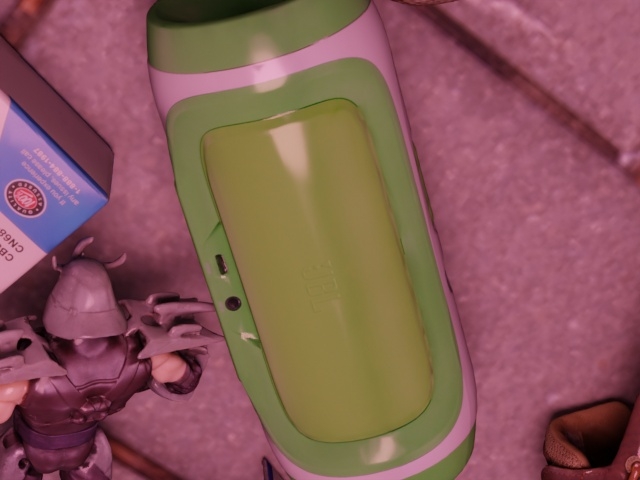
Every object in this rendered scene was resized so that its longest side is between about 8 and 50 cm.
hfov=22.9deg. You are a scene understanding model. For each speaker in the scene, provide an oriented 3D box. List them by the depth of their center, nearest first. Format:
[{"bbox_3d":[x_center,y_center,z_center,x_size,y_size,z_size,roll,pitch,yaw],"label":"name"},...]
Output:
[{"bbox_3d":[0.000,0.000,0.862,0.131,0.131,0.296,-16,114,1],"label":"speaker"}]

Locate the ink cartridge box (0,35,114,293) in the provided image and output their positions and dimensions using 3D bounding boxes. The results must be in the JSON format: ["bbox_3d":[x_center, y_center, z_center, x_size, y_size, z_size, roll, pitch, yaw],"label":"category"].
[{"bbox_3d":[-0.234,-0.022,0.848,0.203,0.086,0.148,-40,112,11],"label":"ink cartridge box"}]

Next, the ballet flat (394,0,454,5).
[{"bbox_3d":[0.139,-0.172,0.844,0.250,0.058,0.084,-15,79,-5],"label":"ballet flat"}]

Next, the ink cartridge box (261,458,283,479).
[{"bbox_3d":[0.055,0.318,0.979,0.069,0.176,0.371,-31,113,9],"label":"ink cartridge box"}]

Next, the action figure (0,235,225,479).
[{"bbox_3d":[-0.154,0.116,0.894,0.185,0.099,0.285,-2,126,-25],"label":"action figure"}]

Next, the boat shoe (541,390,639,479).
[{"bbox_3d":[0.193,0.146,0.967,0.123,0.123,0.342,33,123,15],"label":"boat shoe"}]
